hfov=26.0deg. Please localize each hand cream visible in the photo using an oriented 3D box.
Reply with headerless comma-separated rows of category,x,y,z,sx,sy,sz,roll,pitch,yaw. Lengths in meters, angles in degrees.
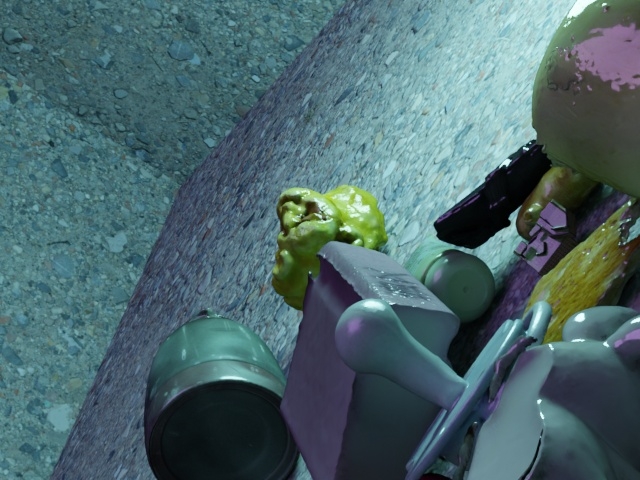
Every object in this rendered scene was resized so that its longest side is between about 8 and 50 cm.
hand cream,0.150,0.055,1.909,0.147,0.093,0.306,-55,13,-5

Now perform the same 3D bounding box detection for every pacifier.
pacifier,0.122,0.133,1.465,0.238,0.226,0.287,-58,-3,2

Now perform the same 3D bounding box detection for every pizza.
pizza,0.296,0.056,1.553,0.262,0.034,0.181,-55,15,16

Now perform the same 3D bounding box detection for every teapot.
teapot,-0.162,0.275,2.187,0.312,0.233,0.315,-108,16,-63

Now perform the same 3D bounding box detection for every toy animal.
toy animal,0.238,0.176,1.272,0.325,0.154,0.208,-56,21,-17

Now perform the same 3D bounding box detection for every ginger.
ginger,0.336,-0.104,1.688,0.118,0.065,0.299,-15,-32,-56

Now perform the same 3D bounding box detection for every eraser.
eraser,0.055,0.169,1.780,0.359,0.122,0.272,-133,54,-75

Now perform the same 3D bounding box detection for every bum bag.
bum bag,0.254,-0.071,1.783,0.248,0.060,0.123,-47,-25,20

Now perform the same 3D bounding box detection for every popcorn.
popcorn,0.000,0.000,2.283,0.226,0.203,0.200,-46,22,5

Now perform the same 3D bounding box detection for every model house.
model house,0.283,0.003,1.668,0.083,0.057,0.058,-52,54,10

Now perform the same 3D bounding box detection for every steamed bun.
steamed bun,0.346,-0.186,1.494,0.232,0.166,0.273,40,95,34

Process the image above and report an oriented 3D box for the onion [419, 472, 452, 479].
onion,0.116,0.304,1.498,0.107,0.097,0.107,-20,58,36
